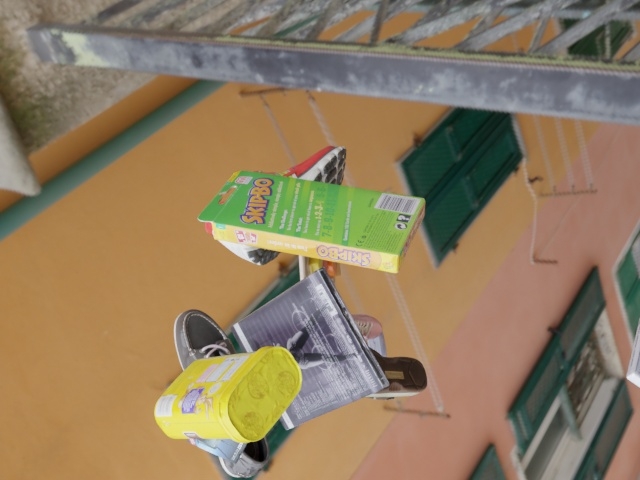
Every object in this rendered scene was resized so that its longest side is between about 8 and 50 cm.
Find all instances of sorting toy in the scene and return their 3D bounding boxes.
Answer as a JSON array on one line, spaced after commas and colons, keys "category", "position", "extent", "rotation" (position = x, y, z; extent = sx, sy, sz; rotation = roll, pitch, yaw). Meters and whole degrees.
[{"category": "sorting toy", "position": [0.000, 0.000, 1.372], "extent": [0.038, 0.193, 0.208], "rotation": [1, 91, 15]}]

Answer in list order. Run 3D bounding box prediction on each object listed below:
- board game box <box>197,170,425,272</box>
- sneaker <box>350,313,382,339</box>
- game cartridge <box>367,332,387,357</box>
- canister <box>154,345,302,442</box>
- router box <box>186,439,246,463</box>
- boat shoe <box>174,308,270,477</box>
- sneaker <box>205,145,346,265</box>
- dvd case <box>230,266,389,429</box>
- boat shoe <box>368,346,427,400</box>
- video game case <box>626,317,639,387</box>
[{"category": "board game box", "position": [-0.012, -0.029, 1.000], "extent": [0.259, 0.124, 0.039], "rotation": [12, 129, 16]}, {"category": "sneaker", "position": [0.062, 0.161, 1.481], "extent": [0.134, 0.051, 0.070], "rotation": [19, -171, -23]}, {"category": "game cartridge", "position": [0.113, 0.211, 1.619], "extent": [0.056, 0.017, 0.083], "rotation": [163, 98, -71]}, {"category": "canister", "position": [-0.121, 0.197, 1.025], "extent": [0.170, 0.126, 0.073], "rotation": [-15, 115, 46]}, {"category": "router box", "position": [-0.153, 0.295, 1.325], "extent": [0.092, 0.038, 0.122], "rotation": [25, 110, -4]}, {"category": "boat shoe", "position": [-0.175, 0.274, 1.509], "extent": [0.095, 0.112, 0.335], "rotation": [-37, 72, 52]}, {"category": "sneaker", "position": [-0.059, -0.076, 1.161], "extent": [0.118, 0.279, 0.107], "rotation": [26, 130, 23]}, {"category": "dvd case", "position": [-0.021, 0.148, 1.054], "extent": [0.221, 0.018, 0.165], "rotation": [-35, 82, 46]}, {"category": "boat shoe", "position": [0.078, 0.250, 1.465], "extent": [0.257, 0.095, 0.095], "rotation": [21, 144, -37]}, {"category": "video game case", "position": [0.582, 0.205, 1.282], "extent": [0.190, 0.173, 0.022], "rotation": [34, 138, 0]}]
